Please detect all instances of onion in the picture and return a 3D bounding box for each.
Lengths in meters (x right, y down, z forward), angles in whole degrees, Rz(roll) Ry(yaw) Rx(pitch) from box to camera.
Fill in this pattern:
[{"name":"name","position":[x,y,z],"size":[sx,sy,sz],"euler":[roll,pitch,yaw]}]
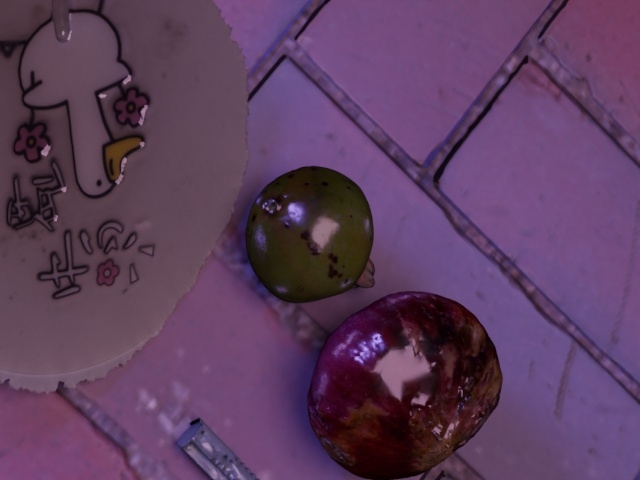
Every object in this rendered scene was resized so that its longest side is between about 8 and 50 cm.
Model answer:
[{"name":"onion","position":[0.041,0.075,0.979],"size":[0.107,0.097,0.107],"euler":[-15,122,-25]}]

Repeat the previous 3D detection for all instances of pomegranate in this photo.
[{"name":"pomegranate","position":[-0.001,-0.004,0.980],"size":[0.084,0.073,0.073],"euler":[-10,90,-61]}]

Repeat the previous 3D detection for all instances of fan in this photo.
[{"name":"fan","position":[-0.124,-0.123,0.879],"size":[0.233,0.012,0.415],"euler":[-18,115,-42]}]

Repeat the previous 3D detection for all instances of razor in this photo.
[{"name":"razor","position":[0.000,0.174,0.984],"size":[0.084,0.036,0.211],"euler":[-43,99,-2]}]
